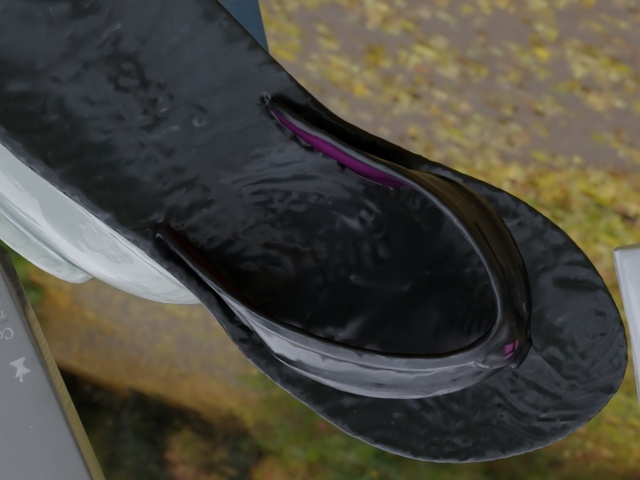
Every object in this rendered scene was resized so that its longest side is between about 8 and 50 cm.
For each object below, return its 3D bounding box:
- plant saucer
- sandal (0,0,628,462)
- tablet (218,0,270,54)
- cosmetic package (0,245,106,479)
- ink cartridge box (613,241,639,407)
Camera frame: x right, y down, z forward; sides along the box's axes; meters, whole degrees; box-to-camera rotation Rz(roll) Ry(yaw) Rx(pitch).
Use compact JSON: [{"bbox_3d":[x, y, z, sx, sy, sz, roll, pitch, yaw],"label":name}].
[{"bbox_3d":[-0.216,-0.076,1.361,0.400,0.100,0.400,46,-172,-8],"label":"plant saucer"},{"bbox_3d":[-0.002,0.001,0.972,0.446,0.167,0.107,33,-177,-24],"label":"sandal"},{"bbox_3d":[-0.071,-0.180,1.529,0.054,0.083,0.006,4,149,-28],"label":"tablet"},{"bbox_3d":[-0.193,0.132,1.032,0.107,0.127,0.238,162,83,-85],"label":"cosmetic package"},{"bbox_3d":[0.401,0.032,1.185,0.272,0.130,0.309,-10,179,-30],"label":"ink cartridge box"}]
